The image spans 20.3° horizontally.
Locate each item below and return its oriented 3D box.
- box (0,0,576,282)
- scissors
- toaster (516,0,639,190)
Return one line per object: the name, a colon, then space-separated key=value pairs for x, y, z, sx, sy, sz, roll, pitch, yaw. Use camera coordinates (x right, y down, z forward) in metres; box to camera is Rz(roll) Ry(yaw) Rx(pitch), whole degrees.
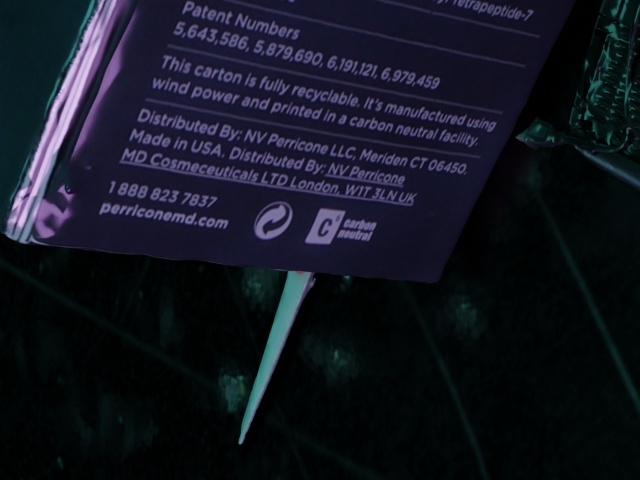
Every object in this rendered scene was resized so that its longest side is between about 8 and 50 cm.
box: x=-0.066 y=-0.303 z=0.996 sx=0.480 sy=0.297 sz=0.472 roll=46 pitch=120 yaw=43
scissors: x=0.000 y=0.000 z=1.122 sx=0.109 sy=0.021 sz=0.297 roll=20 pitch=101 yaw=48
toaster: x=0.206 y=-0.085 z=0.798 sx=0.185 sy=0.110 sz=0.168 roll=35 pitch=114 yaw=46
